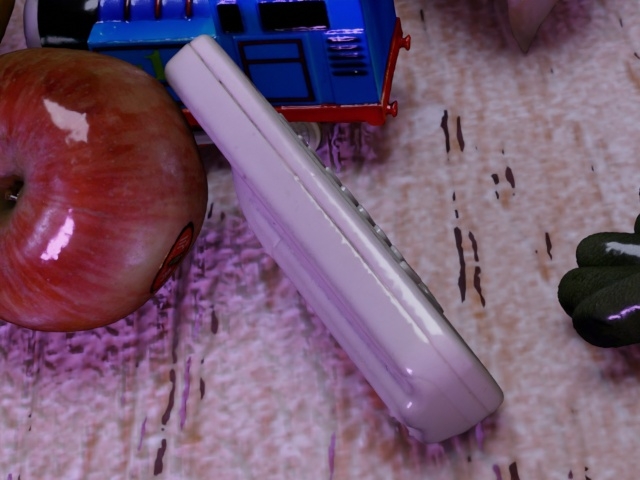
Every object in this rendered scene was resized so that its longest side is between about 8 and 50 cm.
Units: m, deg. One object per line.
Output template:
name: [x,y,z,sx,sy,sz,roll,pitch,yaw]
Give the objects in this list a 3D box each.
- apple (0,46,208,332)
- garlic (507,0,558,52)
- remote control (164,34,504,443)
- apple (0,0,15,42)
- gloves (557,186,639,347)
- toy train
apple: [-0.126,-0.027,0.977,0.146,0.146,0.131,14,7,27]
garlic: [0.103,-0.274,1.165,0.249,0.286,0.313,-61,39,13]
remote control: [0.001,-0.001,0.933,0.049,0.090,0.230,-39,57,2]
apple: [-0.326,-0.163,1.029,0.374,0.384,0.374,15,44,-15]
gloves: [0.225,-0.036,0.910,0.268,0.135,0.107,-37,43,-2]
toy train: [-0.059,-0.107,1.052,0.204,0.131,0.082,-2,44,13]
